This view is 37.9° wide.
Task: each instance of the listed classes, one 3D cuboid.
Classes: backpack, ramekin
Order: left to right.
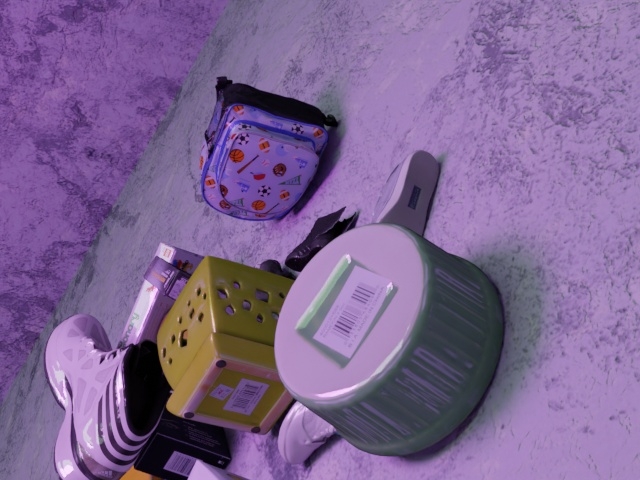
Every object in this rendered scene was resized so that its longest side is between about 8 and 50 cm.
[{"bbox_3d":[-0.129,-0.166,1.946,0.213,0.276,0.263,-93,25,-50],"label":"backpack"},{"bbox_3d":[0.079,0.123,1.261,0.303,0.148,0.303,-28,44,31],"label":"ramekin"}]

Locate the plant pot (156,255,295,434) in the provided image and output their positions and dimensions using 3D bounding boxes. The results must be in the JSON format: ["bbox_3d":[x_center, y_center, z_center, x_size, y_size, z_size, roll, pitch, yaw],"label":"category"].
[{"bbox_3d":[-0.138,0.194,1.594,0.228,0.227,0.207,-56,27,32],"label":"plant pot"}]

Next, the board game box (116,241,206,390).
[{"bbox_3d":[-0.326,0.170,2.016,0.053,0.193,0.305,22,89,34],"label":"board game box"}]

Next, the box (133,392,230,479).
[{"bbox_3d":[-0.267,0.374,1.757,0.093,0.156,0.158,-57,25,15],"label":"box"}]

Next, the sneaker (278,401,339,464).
[{"bbox_3d":[0.010,0.275,1.429,0.094,0.080,0.212,42,114,35],"label":"sneaker"}]

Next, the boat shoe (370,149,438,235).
[{"bbox_3d":[0.125,-0.041,1.520,0.081,0.079,0.228,-26,36,62],"label":"boat shoe"}]

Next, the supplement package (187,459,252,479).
[{"bbox_3d":[-0.089,0.429,1.295,0.194,0.203,0.149,12,76,64],"label":"supplement package"}]

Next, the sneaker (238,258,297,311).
[{"bbox_3d":[-0.084,0.089,1.778,0.234,0.106,0.078,-59,-37,-74],"label":"sneaker"}]

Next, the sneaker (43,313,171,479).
[{"bbox_3d":[-0.381,0.248,1.767,0.257,0.169,0.448,-46,37,17],"label":"sneaker"}]

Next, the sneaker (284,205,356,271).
[{"bbox_3d":[-0.002,-0.001,1.751,0.170,0.051,0.089,-28,34,54],"label":"sneaker"}]

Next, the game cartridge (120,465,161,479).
[{"bbox_3d":[-0.432,0.607,1.875,0.285,0.053,0.324,-36,31,9],"label":"game cartridge"}]

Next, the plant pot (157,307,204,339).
[{"bbox_3d":[-0.266,0.206,1.982,0.095,0.134,0.134,22,84,36],"label":"plant pot"}]

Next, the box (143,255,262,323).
[{"bbox_3d":[-0.221,0.117,1.836,0.056,0.231,0.183,-61,25,-5],"label":"box"}]
